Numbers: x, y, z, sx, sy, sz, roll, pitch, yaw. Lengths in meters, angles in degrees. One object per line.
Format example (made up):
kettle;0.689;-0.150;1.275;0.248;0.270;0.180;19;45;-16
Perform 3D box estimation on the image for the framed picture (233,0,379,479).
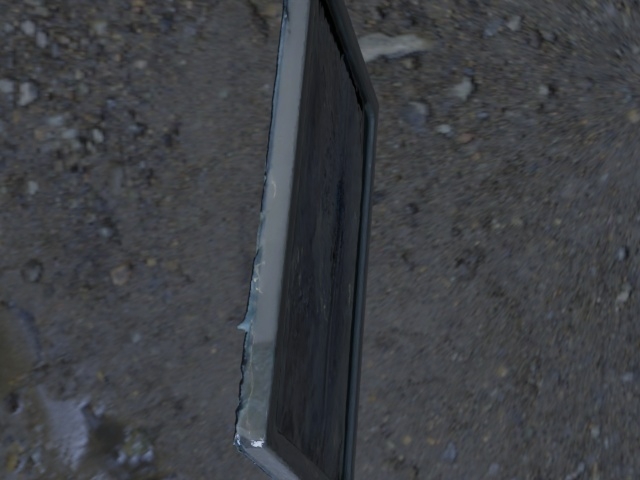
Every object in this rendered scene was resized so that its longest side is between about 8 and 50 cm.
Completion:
framed picture;0.000;0.000;0.754;0.024;0.232;0.315;1;68;13
